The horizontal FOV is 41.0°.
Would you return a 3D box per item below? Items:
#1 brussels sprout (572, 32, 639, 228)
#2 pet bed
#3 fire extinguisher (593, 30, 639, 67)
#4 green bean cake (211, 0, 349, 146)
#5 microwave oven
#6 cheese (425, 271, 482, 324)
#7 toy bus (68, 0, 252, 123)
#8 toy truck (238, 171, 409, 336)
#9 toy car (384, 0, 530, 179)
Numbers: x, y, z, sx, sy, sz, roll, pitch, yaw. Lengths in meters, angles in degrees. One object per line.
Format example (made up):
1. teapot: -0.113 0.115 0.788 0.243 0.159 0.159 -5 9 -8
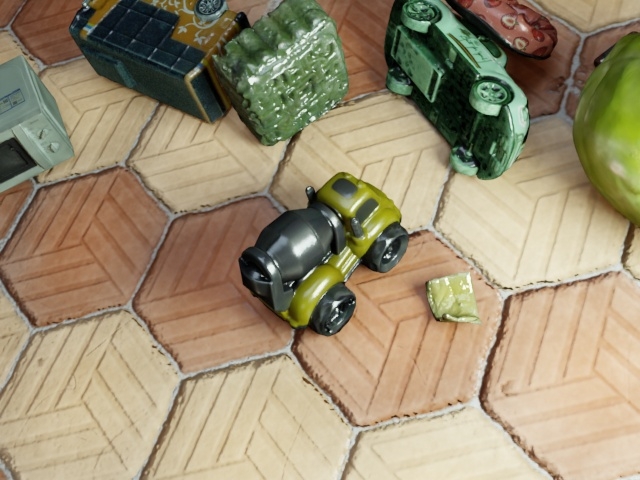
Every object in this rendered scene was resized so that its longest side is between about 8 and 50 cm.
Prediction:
1. brussels sprout: 0.444 -0.136 1.018 0.273 0.243 0.317 14 61 14
2. pet bed: 0.255 -0.322 1.218 0.201 0.201 0.053 48 118 31
3. fire extinguisher: 0.443 -0.270 1.221 0.100 0.032 0.046 -36 47 -1
4. green bean cake: -0.047 -0.242 1.245 0.181 0.173 0.094 -36 60 -9
5. microwave oven: -0.518 -0.167 1.350 0.208 0.122 0.162 -27 57 -3
6. cheese: 0.170 0.084 1.078 0.060 0.041 0.084 -11 43 -1
7. toy bus: -0.248 -0.312 1.361 0.275 0.138 0.167 26 71 24
8. toy truck: 0.000 0.000 1.096 0.147 0.165 0.224 37 74 30
9. toy car: 0.200 -0.222 1.201 0.125 0.136 0.306 -20 56 -23
